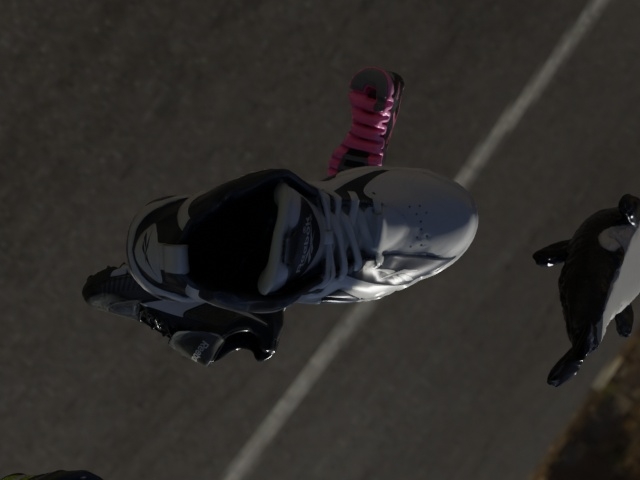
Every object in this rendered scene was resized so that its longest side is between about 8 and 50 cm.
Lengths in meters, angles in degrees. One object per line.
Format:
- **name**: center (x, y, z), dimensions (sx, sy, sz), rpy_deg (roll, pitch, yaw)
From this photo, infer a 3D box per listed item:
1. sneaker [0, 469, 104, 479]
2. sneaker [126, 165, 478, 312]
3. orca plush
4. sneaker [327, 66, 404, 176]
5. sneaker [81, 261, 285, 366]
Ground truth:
- **sneaker**: center (-0.295, 0.311, 1.594), dimensions (0.121, 0.111, 0.300), rpy_deg (-27, -157, 32)
- **sneaker**: center (0.000, 0.000, 1.073), dimensions (0.153, 0.235, 0.094), rpy_deg (-159, -109, -78)
- **orca plush**: center (0.267, 0.044, 1.758), dimensions (0.287, 0.102, 0.151), rpy_deg (-61, 149, -43)
- **sneaker**: center (0.043, -0.087, 1.404), dimensions (0.057, 0.047, 0.119), rpy_deg (-26, 135, -63)
- **sneaker**: center (-0.146, 0.085, 1.876), dimensions (0.234, 0.106, 0.078), rpy_deg (7, 148, -14)
